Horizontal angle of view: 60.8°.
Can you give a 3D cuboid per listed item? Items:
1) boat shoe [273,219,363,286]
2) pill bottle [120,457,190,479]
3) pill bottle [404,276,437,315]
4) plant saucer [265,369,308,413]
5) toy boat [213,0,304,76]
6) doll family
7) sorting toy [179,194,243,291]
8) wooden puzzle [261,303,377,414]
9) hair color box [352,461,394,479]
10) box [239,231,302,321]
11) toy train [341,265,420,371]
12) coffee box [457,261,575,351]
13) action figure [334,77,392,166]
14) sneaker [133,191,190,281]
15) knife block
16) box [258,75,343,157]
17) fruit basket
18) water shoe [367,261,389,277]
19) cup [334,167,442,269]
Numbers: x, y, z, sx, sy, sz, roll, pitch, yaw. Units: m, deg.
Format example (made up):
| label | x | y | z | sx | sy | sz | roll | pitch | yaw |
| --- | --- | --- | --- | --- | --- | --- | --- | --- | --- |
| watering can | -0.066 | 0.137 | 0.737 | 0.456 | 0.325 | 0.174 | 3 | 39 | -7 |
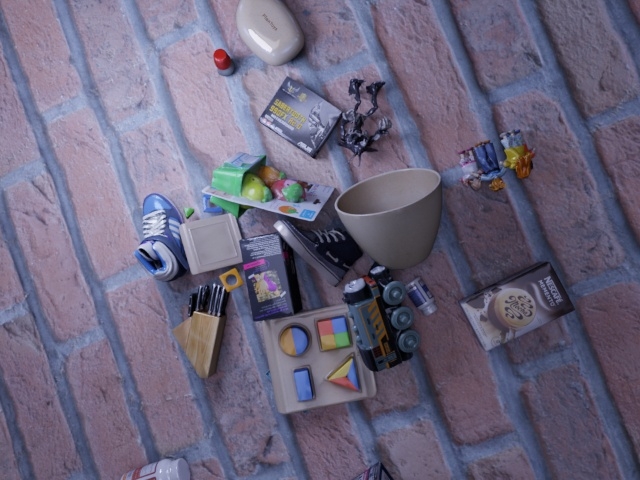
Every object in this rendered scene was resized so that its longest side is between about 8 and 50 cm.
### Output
| label | x | y | z | sx | sy | sz | roll | pitch | yaw |
| --- | --- | --- | --- | --- | --- | --- | --- | --- | --- |
| boat shoe | 0.000 | 0.000 | 1.729 | 0.158 | 0.340 | 0.127 | -46 | 45 | -1 |
| pill bottle | -0.563 | 0.824 | 1.867 | 0.215 | 0.121 | 0.121 | -21 | 86 | 7 |
| pill bottle | 0.328 | 0.183 | 1.777 | 0.067 | 0.067 | 0.120 | -34 | 84 | 6 |
| plant saucer | -0.099 | 0.499 | 1.858 | 0.192 | 0.018 | 0.067 | 43 | 95 | 6 |
| toy boat | -0.228 | -0.677 | 1.847 | 0.318 | 0.148 | 0.268 | -36 | 89 | -1 |
| doll family | 0.567 | -0.245 | 1.724 | 0.262 | 0.118 | 0.163 | -20 | 87 | 7 |
| sorting toy | -0.366 | 0.014 | 1.866 | 0.195 | 0.047 | 0.348 | -15 | 80 | -17 |
| wooden puzzle | -0.008 | 0.393 | 1.804 | 0.347 | 0.080 | 0.323 | -11 | 86 | 5 |
| hair color box | 0.079 | 0.874 | 1.748 | 0.347 | 0.174 | 0.105 | -38 | 84 | 6 |
| box | -0.159 | 0.116 | 1.798 | 0.143 | 0.165 | 0.271 | -10 | 88 | 8 |
| toy train | 0.188 | 0.251 | 1.712 | 0.190 | 0.142 | 0.334 | -23 | 109 | -12 |
| coffee box | 0.607 | 0.203 | 1.711 | 0.297 | 0.119 | 0.168 | -28 | 85 | 7 |
| action figure | 0.136 | -0.387 | 1.774 | 0.163 | 0.141 | 0.276 | 7 | 86 | -17 |
| sneaker | -0.546 | -0.018 | 1.819 | 0.130 | 0.236 | 0.323 | -20 | 87 | 7 |
| knife block | -0.367 | 0.294 | 1.864 | 0.242 | 0.088 | 0.276 | -34 | 84 | 7 |
| box | -0.066 | -0.416 | 1.849 | 0.231 | 0.056 | 0.183 | 35 | 94 | 7 |
| fruit basket | -0.152 | -0.170 | 1.729 | 0.352 | 0.327 | 0.166 | 9 | 115 | 11 |
| water shoe | 0.194 | 0.146 | 1.807 | 0.080 | 0.073 | 0.203 | 28 | 88 | -24 |
| cup | 0.236 | -0.052 | 1.696 | 0.330 | 0.331 | 0.237 | -17 | 113 | 8 |
